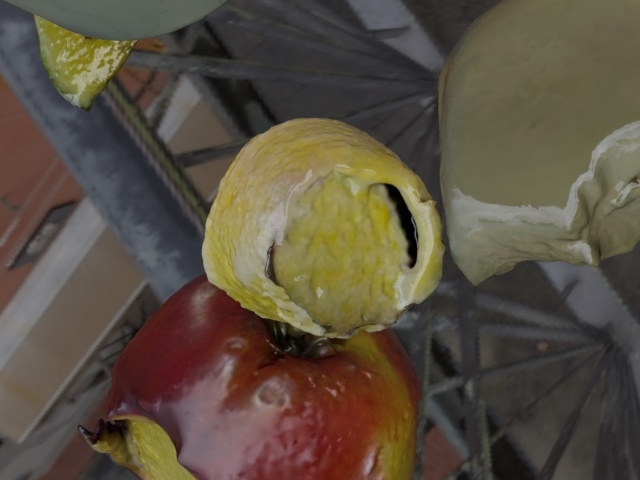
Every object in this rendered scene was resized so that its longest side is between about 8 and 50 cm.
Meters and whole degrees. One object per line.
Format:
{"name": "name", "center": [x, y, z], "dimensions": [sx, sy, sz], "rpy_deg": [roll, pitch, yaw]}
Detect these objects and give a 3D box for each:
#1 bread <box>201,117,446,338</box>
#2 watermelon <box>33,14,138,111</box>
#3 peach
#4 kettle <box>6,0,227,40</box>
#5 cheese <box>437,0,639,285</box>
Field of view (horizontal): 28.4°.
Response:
{"name": "bread", "center": [0.002, -0.003, 1.079], "dimensions": [0.197, 0.170, 0.197], "rpy_deg": [-6, 108, -19]}
{"name": "watermelon", "center": [-0.098, -0.167, 0.664], "dimensions": [0.075, 0.092, 0.181], "rpy_deg": [37, 96, -21]}
{"name": "peach", "center": [-0.060, 0.241, 1.364], "dimensions": [0.339, 0.353, 0.417], "rpy_deg": [45, 127, 38]}
{"name": "kettle", "center": [-0.143, -0.198, 0.451], "dimensions": [0.165, 0.255, 0.240], "rpy_deg": [-42, 72, 15]}
{"name": "cheese", "center": [0.155, -0.068, 0.699], "dimensions": [0.202, 0.091, 0.175], "rpy_deg": [-8, 66, 35]}
